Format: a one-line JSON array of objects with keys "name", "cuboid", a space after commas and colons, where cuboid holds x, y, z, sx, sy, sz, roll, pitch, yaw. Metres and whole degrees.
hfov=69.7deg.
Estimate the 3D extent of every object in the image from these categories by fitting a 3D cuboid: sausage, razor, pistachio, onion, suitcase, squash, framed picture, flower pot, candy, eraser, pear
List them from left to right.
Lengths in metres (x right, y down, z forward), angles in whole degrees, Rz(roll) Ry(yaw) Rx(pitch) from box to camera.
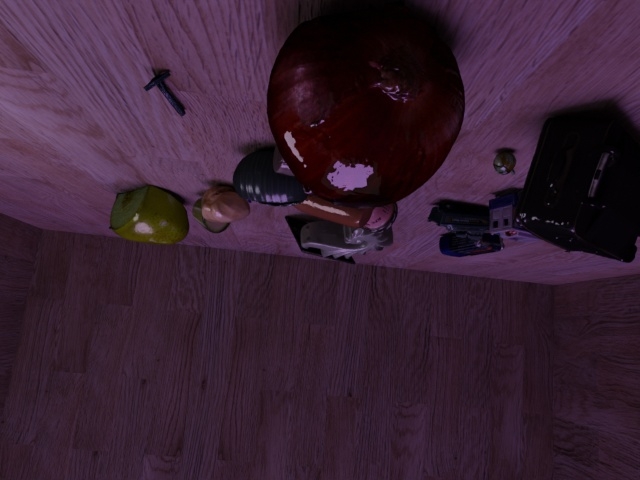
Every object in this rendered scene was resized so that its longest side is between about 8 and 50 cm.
[{"name": "pear", "cuboid": [-0.745, -0.087, 2.070, 0.342, 0.239, 0.317, -5, 157, 44]}, {"name": "razor", "cuboid": [-0.352, -0.338, 1.070, 0.066, 0.033, 0.190, -36, 173, -3]}, {"name": "squash", "cuboid": [-0.463, -0.121, 1.969, 0.122, 0.171, 0.170, 17, 179, 40]}, {"name": "pistachio", "cuboid": [-0.372, -0.134, 1.825, 0.157, 0.158, 0.229, 0, 177, 28]}, {"name": "flower pot", "cuboid": [-0.144, -0.185, 1.391, 0.242, 0.157, 0.189, 9, 178, 10]}, {"name": "framed picture", "cuboid": [0.000, 0.000, 2.242, 0.338, 0.255, 0.014, 15, 123, -39]}, {"name": "sausage", "cuboid": [0.029, -0.130, 1.575, 0.304, 0.121, 0.121, 19, 177, 28]}, {"name": "flower pot", "cuboid": [0.116, -0.026, 2.009, 0.367, 0.165, 0.254, -17, 155, 29]}, {"name": "onion", "cuboid": [0.067, -0.212, 0.795, 0.340, 0.342, 0.341, 5, 170, 1]}, {"name": "eraser", "cuboid": [0.703, 0.011, 2.170, 0.154, 0.102, 0.332, 10, 168, -18]}, {"name": "candy", "cuboid": [0.525, -0.202, 1.283, 0.061, 0.061, 0.202, 0, 177, 30]}, {"name": "suitcase", "cuboid": [0.636, -0.113, 1.081, 0.433, 0.284, 0.194, 14, -175, -42]}]

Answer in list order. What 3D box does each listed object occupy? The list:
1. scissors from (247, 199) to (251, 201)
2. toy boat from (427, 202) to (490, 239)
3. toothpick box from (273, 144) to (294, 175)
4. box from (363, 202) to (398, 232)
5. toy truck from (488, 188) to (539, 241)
[{"name": "scissors", "cuboid": [-0.317, -0.177, 1.945, 0.039, 0.012, 0.113, 6, 169, -3]}, {"name": "toy boat", "cuboid": [0.564, -0.070, 1.760, 0.295, 0.122, 0.114, 6, -165, -14]}, {"name": "toothpick box", "cuboid": [-0.033, -0.225, 1.272, 0.180, 0.111, 0.111, 9, 169, -23]}, {"name": "box", "cuboid": [0.183, -0.120, 1.650, 0.151, 0.151, 0.135, -2, 158, 37]}, {"name": "toy truck", "cuboid": [0.715, -0.070, 1.578, 0.267, 0.156, 0.124, 10, 169, -24]}]
